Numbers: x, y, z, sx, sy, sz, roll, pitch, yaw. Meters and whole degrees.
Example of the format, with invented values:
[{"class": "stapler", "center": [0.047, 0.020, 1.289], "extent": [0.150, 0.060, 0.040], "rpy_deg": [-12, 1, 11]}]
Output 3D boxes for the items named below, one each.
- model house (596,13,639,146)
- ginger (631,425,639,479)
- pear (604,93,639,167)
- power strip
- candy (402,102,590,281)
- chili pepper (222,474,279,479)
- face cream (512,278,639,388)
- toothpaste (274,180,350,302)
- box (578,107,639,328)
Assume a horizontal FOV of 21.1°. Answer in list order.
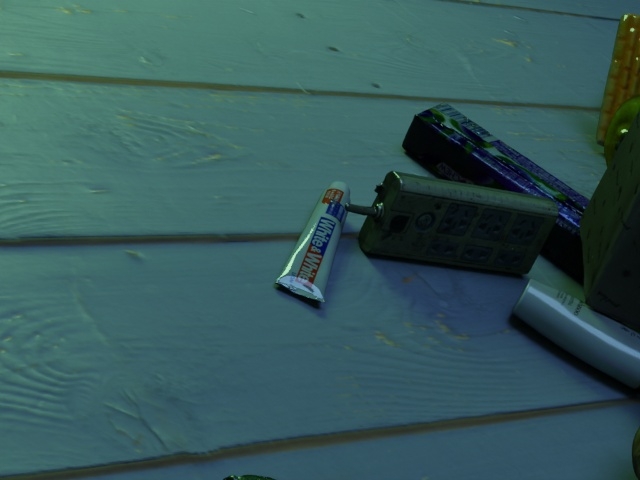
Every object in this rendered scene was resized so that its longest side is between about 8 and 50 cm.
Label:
[{"class": "model house", "center": [0.503, -0.183, 2.272], "extent": [0.237, 0.202, 0.237], "rpy_deg": [15, -1, -8]}, {"class": "ginger", "center": [0.416, 0.184, 1.625], "extent": [0.375, 0.176, 0.256], "rpy_deg": [-18, 71, -53]}, {"class": "pear", "center": [0.481, -0.072, 2.057], "extent": [0.321, 0.269, 0.269], "rpy_deg": [22, 27, -22]}, {"class": "power strip", "center": [0.135, -0.019, 1.812], "extent": [0.268, 0.092, 0.034], "rpy_deg": [8, 29, -33]}, {"class": "candy", "center": [0.235, -0.054, 2.002], "extent": [0.312, 0.061, 0.088], "rpy_deg": [37, 30, 21]}, {"class": "chili pepper", "center": [-0.027, 0.210, 1.333], "extent": [0.118, 0.035, 0.055], "rpy_deg": [31, 38, -13]}, {"class": "face cream", "center": [0.287, 0.102, 1.783], "extent": [0.182, 0.051, 0.072], "rpy_deg": [31, 26, 5]}, {"class": "toothpaste", "center": [0.000, 0.000, 1.732], "extent": [0.052, 0.033, 0.218], "rpy_deg": [22, 31, -1]}, {"class": "box", "center": [0.431, -0.052, 1.793], "extent": [0.225, 0.297, 0.190], "rpy_deg": [22, 27, -5]}]
